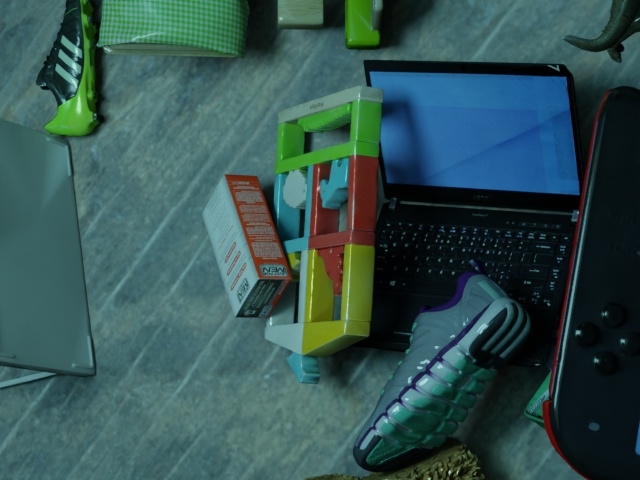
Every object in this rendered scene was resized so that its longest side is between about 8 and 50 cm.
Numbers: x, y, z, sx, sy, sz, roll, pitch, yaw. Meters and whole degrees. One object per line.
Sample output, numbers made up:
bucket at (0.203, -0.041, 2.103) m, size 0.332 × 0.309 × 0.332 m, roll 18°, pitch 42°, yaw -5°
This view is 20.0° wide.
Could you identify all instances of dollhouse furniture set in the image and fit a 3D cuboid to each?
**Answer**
dollhouse furniture set at (-0.085, -0.302, 1.877) m, size 0.301 × 0.151 × 0.197 m, roll 0°, pitch 80°, yaw -2°

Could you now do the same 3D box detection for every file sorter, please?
file sorter at (-0.388, 0.024, 2.018) m, size 0.173 × 0.193 × 0.278 m, roll -16°, pitch 74°, yaw 26°

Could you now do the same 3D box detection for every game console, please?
game console at (0.397, 0.066, 1.577) m, size 0.386 × 0.060 × 0.342 m, roll 11°, pitch 89°, yaw -10°

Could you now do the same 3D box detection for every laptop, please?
laptop at (0.129, -0.030, 1.785) m, size 0.234 × 0.136 × 0.264 m, roll 5°, pitch 63°, yaw 32°

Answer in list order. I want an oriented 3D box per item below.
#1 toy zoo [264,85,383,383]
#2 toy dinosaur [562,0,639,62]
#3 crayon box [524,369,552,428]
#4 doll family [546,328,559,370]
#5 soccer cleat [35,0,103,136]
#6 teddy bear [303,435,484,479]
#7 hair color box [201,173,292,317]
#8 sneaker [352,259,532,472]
toy zoo at (0.000, 0.000, 1.855) m, size 0.192 × 0.030 × 0.293 m, roll -11°, pitch 75°, yaw 63°
toy dinosaur at (0.335, -0.258, 1.700) m, size 0.121 × 0.313 × 0.160 m, roll 56°, pitch 144°, yaw 33°
crayon box at (0.334, 0.093, 1.639) m, size 0.165 × 0.081 × 0.278 m, roll 36°, pitch 86°, yaw -8°
doll family at (0.298, 0.101, 1.734) m, size 0.193 × 0.076 × 0.111 m, roll -44°, pitch 70°, yaw 18°
soccer cleat at (-0.290, -0.207, 2.078) m, size 0.072 × 0.060 × 0.179 m, roll -3°, pitch 82°, yaw 7°
teddy bear at (0.010, 0.310, 1.760) m, size 0.245 × 0.338 × 0.113 m, roll 0°, pitch 114°, yaw 57°
hair color box at (-0.079, 0.006, 1.917) m, size 0.072 × 0.043 × 0.141 m, roll -57°, pitch 41°, yaw 44°
sneaker at (0.106, 0.124, 1.748) m, size 0.224 × 0.083 × 0.098 m, roll -46°, pitch 45°, yaw 14°
